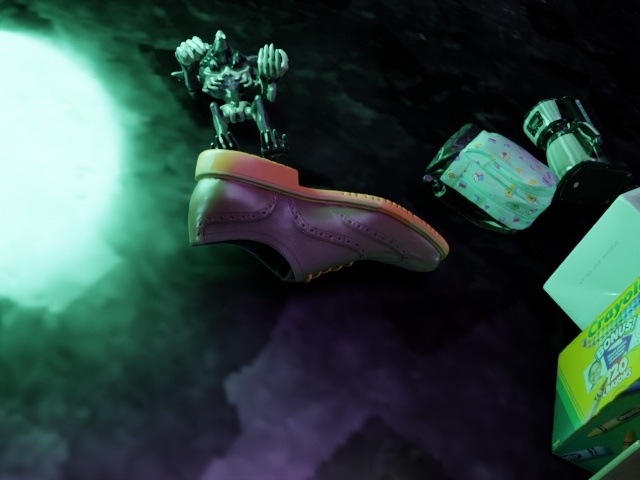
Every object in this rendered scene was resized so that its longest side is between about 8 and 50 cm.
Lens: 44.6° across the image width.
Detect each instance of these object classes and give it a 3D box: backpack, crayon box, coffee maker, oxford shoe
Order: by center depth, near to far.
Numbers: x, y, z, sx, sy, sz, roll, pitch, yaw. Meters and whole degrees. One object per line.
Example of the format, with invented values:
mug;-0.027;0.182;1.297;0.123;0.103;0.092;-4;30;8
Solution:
crayon box;0.384;0.136;0.914;0.081;0.278;0.165;26;43;-2
oxford shoe;0.000;0.000;1.014;0.363;0.130;0.133;16;76;-19
backpack;0.270;-0.096;1.208;0.182;0.115;0.152;38;42;9
coffee maker;0.456;-0.151;1.365;0.171;0.120;0.178;25;38;-36

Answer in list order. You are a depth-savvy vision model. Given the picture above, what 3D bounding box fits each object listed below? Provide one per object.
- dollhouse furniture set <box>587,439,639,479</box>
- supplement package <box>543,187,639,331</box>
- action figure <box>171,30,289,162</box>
dollhouse furniture set;0.366;0.332;0.830;0.144;0.123;0.151;26;43;1
supplement package;0.511;0.042;1.122;0.262;0.199;0.198;-18;59;-37
action figure;-0.125;-0.232;1.140;0.164;0.141;0.276;-8;53;-16
